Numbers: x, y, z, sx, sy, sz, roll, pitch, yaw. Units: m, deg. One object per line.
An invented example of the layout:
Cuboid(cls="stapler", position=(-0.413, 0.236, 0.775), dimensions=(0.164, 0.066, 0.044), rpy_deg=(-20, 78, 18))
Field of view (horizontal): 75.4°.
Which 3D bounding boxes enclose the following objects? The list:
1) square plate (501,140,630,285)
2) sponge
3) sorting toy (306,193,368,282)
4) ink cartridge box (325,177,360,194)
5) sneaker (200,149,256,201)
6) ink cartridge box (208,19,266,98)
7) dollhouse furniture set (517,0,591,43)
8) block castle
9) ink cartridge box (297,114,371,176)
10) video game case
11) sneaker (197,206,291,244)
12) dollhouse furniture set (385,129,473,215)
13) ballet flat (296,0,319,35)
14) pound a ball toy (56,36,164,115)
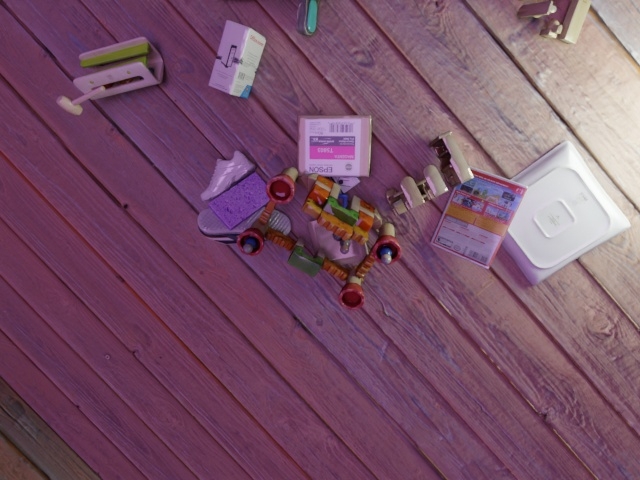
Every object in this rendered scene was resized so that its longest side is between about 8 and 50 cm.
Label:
Cuboid(cls="square plate", position=(0.734, -0.075, 1.317), dimensions=(0.344, 0.049, 0.347), rpy_deg=(-38, 95, 18))
Cuboid(cls="sponge", position=(-0.267, -0.138, 1.434), dimensions=(0.210, 0.031, 0.117), rpy_deg=(-40, 86, -23))
Cuboid(cls="sorting toy", position=(0.064, -0.001, 1.465), dimensions=(0.196, 0.047, 0.347), rpy_deg=(-9, 107, 17))
Cuboid(cls="ink cartridge box", position=(0.037, -0.256, 1.407), dimensions=(0.097, 0.046, 0.207), rpy_deg=(-36, 95, 16))
Cuboid(cls="sneaker", position=(-0.345, -0.231, 1.476), dimensions=(0.232, 0.090, 0.115), rpy_deg=(-37, 88, 8))
Cuboid(cls="ink cartridge box", position=(-0.265, -0.575, 1.332), dimensions=(0.086, 0.148, 0.203), rpy_deg=(24, 106, 6))
Cuboid(cls="dollhouse furniture set", position=(0.661, -0.660, 1.193), dimensions=(0.151, 0.123, 0.144), rpy_deg=(5, 109, -27))
Cuboid(cls="block castle", position=(0.000, 0.000, 1.301), dimensions=(0.453, 0.212, 0.303), rpy_deg=(30, 118, -7))
Cuboid(cls="ink cartridge box", position=(0.045, -0.301, 1.326), dimensions=(0.235, 0.088, 0.193), rpy_deg=(1, 102, 8))
Cuboid(cls="video game case", position=(0.505, -0.077, 1.341), dimensions=(0.204, 0.025, 0.285), rpy_deg=(27, 109, 23))
Cuboid(cls="sneaker", position=(-0.272, -0.053, 1.488), dimensions=(0.321, 0.127, 0.126), rpy_deg=(5, 70, -13))
Cuboid(cls="dollhouse furniture set", position=(0.316, -0.205, 1.286), dimensions=(0.242, 0.212, 0.161), rpy_deg=(-27, 89, -3))
Cuboid(cls="ballet flat", position=(-0.037, -0.753, 1.287), dimensions=(0.068, 0.072, 0.213), rpy_deg=(23, 107, 36))
Cuboid(cls="pound a ball toy", position=(-0.707, -0.537, 1.416), dimensions=(0.319, 0.135, 0.208), rpy_deg=(-9, 66, 13))
